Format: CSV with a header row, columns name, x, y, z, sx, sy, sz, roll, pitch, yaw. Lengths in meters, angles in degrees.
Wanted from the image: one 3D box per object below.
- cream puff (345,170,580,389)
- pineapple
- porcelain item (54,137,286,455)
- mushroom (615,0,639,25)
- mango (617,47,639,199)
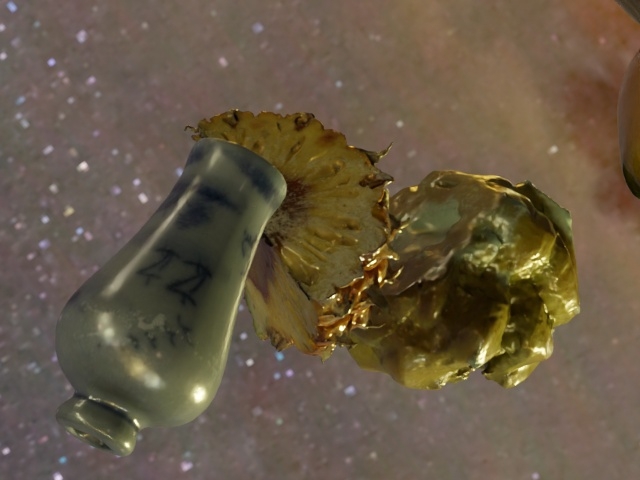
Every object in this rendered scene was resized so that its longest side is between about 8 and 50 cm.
name,x,y,z,sx,sy,sz,roll,pitch,yaw
cream puff,0.204,0.080,1.924,0.275,0.378,0.378,57,-161,-29
pineapple,0.000,0.002,1.674,0.344,0.209,0.286,55,162,31
porcelain item,-0.119,0.045,1.057,0.141,0.141,0.259,42,-114,-34
mushroom,0.293,-0.288,1.198,0.137,0.154,0.407,4,-124,-27
mango,0.425,-0.157,1.552,0.139,0.175,0.254,22,-138,-4
